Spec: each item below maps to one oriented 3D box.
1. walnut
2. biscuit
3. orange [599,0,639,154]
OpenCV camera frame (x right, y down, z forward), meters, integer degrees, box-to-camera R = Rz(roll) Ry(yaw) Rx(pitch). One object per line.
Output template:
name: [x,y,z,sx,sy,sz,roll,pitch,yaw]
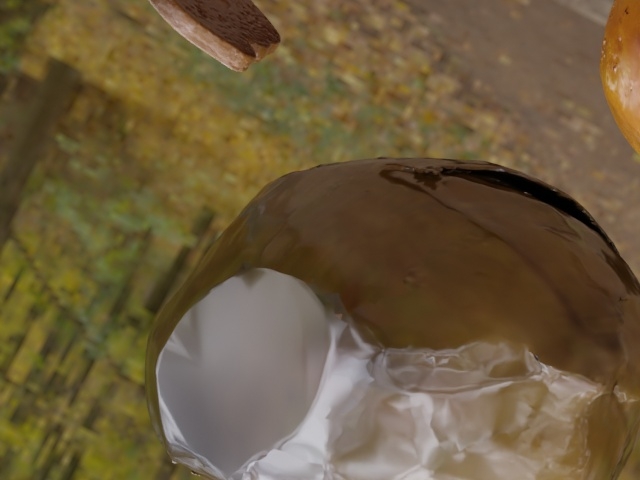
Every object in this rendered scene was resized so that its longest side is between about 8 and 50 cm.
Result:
walnut: [0.019,0.042,0.567,0.137,0.137,0.245,29,159,-20]
biscuit: [-0.073,-0.149,1.147,0.102,0.019,0.130,40,-160,-7]
orange: [0.365,-0.161,1.570,0.240,0.240,0.240,27,176,2]
